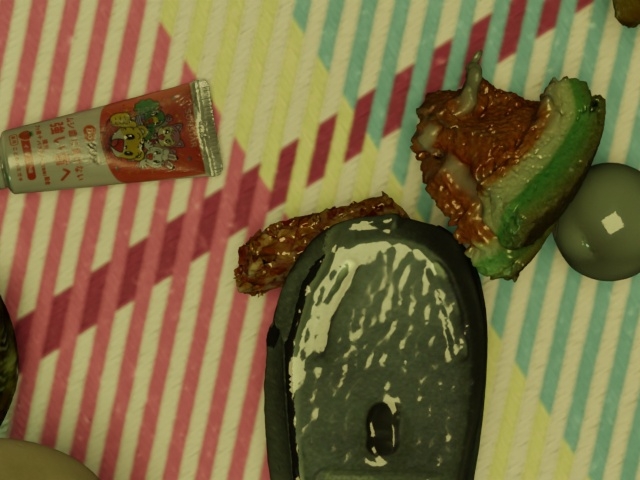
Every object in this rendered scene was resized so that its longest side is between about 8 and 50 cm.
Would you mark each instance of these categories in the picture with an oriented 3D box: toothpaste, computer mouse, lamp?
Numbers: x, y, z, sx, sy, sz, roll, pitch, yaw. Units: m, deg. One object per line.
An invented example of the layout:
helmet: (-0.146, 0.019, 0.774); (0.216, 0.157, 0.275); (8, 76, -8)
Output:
toothpaste: (-0.210, -0.083, 1.777); (0.234, 0.057, 0.089); (-10, 92, -6)
computer mouse: (0.048, 0.154, 1.744); (0.203, 0.114, 0.374); (4, 100, -3)
lamp: (0.256, -0.017, 1.739); (0.105, 0.105, 0.105); (0, 94, 2)

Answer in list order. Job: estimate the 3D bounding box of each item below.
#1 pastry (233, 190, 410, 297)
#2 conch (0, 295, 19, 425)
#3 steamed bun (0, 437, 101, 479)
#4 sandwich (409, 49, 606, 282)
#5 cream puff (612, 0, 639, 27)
pastry: (0.000, 0.001, 1.759); (0.169, 0.087, 0.063); (-13, 68, -9)
conch: (-0.361, 0.124, 1.762); (0.181, 0.124, 0.187); (3, 64, 13)
steamed bun: (-0.312, 0.303, 1.688); (0.324, 0.324, 0.206); (-27, 55, 3)
sandwich: (0.149, -0.074, 1.697); (0.160, 0.109, 0.185); (26, 54, 4)
cream puff: (0.326, -0.295, 1.691); (0.244, 0.196, 0.244); (10, 115, 22)
